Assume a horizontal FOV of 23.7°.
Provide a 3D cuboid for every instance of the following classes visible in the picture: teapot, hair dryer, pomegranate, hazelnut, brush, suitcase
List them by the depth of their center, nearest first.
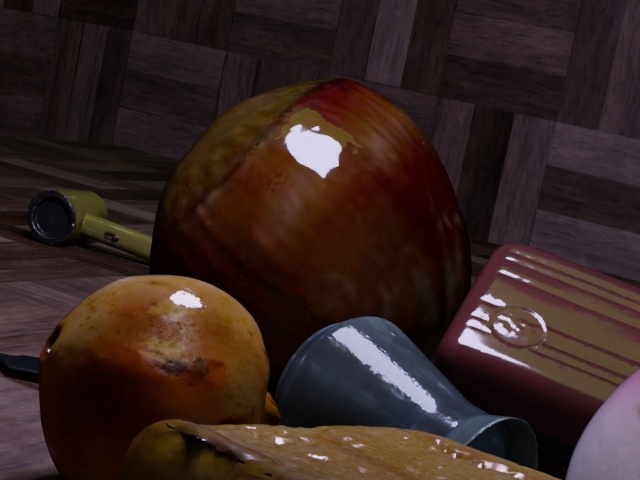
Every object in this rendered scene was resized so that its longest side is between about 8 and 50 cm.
[{"bbox_3d":[-0.143,0.134,1.284,0.209,0.209,0.209,11,7,-1],"label":"pomegranate"},{"bbox_3d":[0.086,0.189,1.423,0.225,0.171,0.203,28,-14,43],"label":"teapot"},{"bbox_3d":[0.267,0.150,1.557,0.297,0.161,0.236,23,43,14],"label":"suitcase"},{"bbox_3d":[-0.339,0.133,1.659,0.193,0.016,0.063,12,7,2],"label":"brush"},{"bbox_3d":[0.000,0.000,1.859,0.420,0.353,0.421,19,28,-11],"label":"hazelnut"},{"bbox_3d":[-0.338,-0.009,2.532,0.278,0.090,0.135,21,8,18],"label":"hair dryer"}]

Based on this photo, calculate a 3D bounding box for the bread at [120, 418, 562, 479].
[{"bbox_3d":[0.060,0.230,1.065,0.337,0.148,0.328,16,4,42],"label":"bread"}]

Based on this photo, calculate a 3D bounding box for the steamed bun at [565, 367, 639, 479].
[{"bbox_3d":[0.346,0.193,1.217,0.309,0.309,0.309,11,7,-1],"label":"steamed bun"}]
